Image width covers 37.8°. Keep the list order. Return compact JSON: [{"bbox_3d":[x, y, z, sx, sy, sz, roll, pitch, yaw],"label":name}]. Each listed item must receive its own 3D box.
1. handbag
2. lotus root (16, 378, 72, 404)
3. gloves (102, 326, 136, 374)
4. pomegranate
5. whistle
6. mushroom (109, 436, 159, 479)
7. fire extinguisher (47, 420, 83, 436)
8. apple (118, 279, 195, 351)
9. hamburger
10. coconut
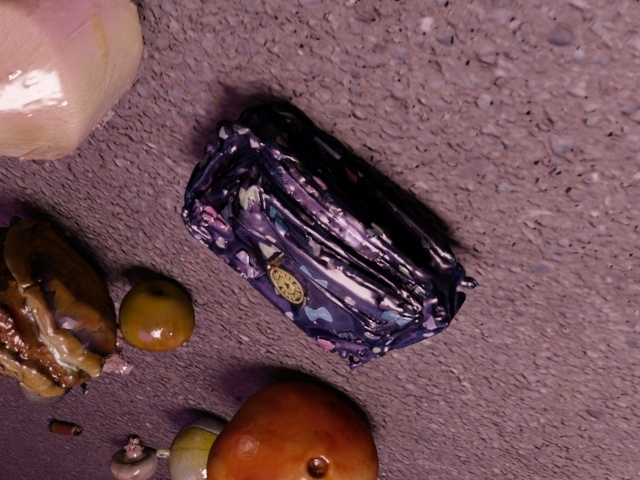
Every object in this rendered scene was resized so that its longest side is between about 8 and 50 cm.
[{"bbox_3d":[0.000,0.000,0.801,0.260,0.113,0.162,41,140,-7],"label":"handbag"},{"bbox_3d":[-0.417,0.200,1.428,0.088,0.088,0.165,27,138,0],"label":"lotus root"},{"bbox_3d":[-0.312,0.125,1.234,0.110,0.094,0.144,2,133,17],"label":"gloves"},{"bbox_3d":[-0.032,0.274,1.143,0.209,0.209,0.209,19,147,13],"label":"pomegranate"},{"bbox_3d":[-0.133,0.323,1.393,0.223,0.123,0.123,9,150,-11],"label":"whistle"},{"bbox_3d":[-0.327,0.379,1.631,0.085,0.085,0.079,8,114,28],"label":"mushroom"},{"bbox_3d":[-0.472,0.352,1.731,0.083,0.028,0.022,4,109,33],"label":"fire extinguisher"},{"bbox_3d":[-0.189,0.089,1.087,0.089,0.089,0.074,19,116,13],"label":"apple"},{"bbox_3d":[-0.302,0.071,1.068,0.130,0.206,0.183,-27,123,15],"label":"hamburger"},{"bbox_3d":[-0.227,-0.138,0.701,0.171,0.183,0.171,23,149,15],"label":"coconut"}]
